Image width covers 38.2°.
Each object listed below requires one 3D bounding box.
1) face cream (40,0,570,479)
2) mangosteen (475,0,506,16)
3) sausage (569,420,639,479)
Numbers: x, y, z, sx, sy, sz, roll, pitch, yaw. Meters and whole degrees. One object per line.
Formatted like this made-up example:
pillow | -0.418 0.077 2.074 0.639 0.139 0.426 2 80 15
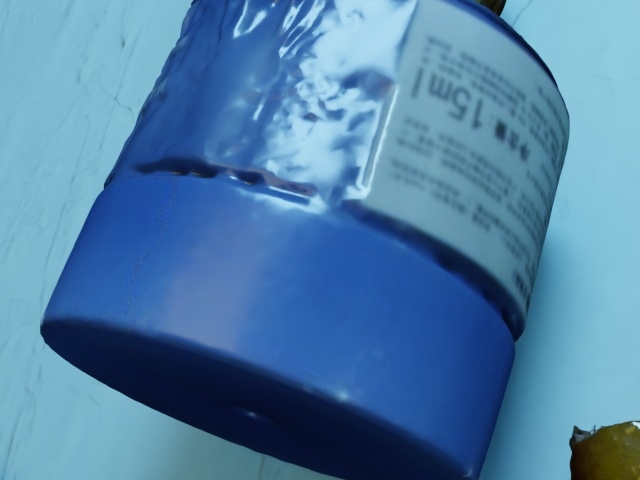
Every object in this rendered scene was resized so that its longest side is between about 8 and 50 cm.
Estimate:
face cream | 0.000 0.000 0.531 0.249 0.249 0.225 5 63 35
mangosteen | 0.071 -0.163 0.665 0.145 0.156 0.181 -17 82 -5
sausage | 0.135 0.220 0.423 0.102 0.076 0.302 0 62 42
